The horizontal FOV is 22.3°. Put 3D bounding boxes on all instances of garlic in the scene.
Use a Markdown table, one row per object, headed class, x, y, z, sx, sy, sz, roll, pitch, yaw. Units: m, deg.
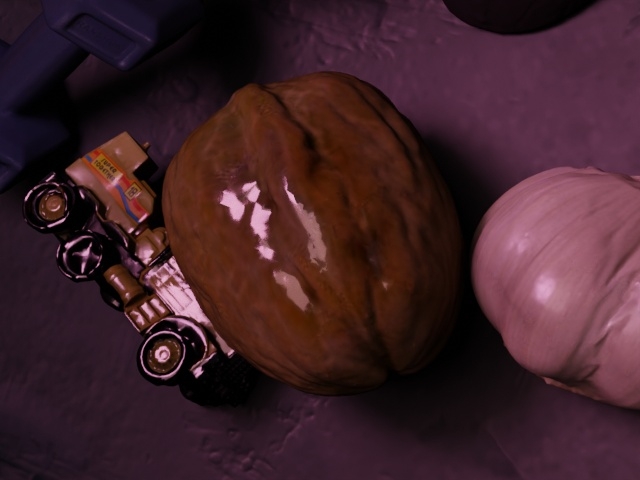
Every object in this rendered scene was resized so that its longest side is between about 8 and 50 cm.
| class | x | y | z | sx | sy | sz | roll | pitch | yaw |
| --- | --- | --- | --- | --- | --- | --- | --- | --- | --- |
| garlic | 0.197 | 0.030 | 1.253 | 0.229 | 0.142 | 0.178 | 34 | 108 | 43 |

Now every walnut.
| class | x | y | z | sx | sy | sz | roll | pitch | yaw |
| --- | --- | --- | --- | --- | --- | --- | --- | --- | --- |
| walnut | 0.000 | 0.000 | 1.320 | 0.227 | 0.283 | 0.283 | -24 | 67 | -7 |

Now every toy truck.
| class | x | y | z | sx | sy | sz | roll | pitch | yaw |
| --- | --- | --- | --- | --- | --- | --- | --- | --- | --- |
| toy truck | -0.144 | 0.030 | 1.454 | 0.127 | 0.127 | 0.257 | -38 | 65 | 1 |

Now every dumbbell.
| class | x | y | z | sx | sy | sz | roll | pitch | yaw |
| --- | --- | --- | --- | --- | --- | --- | --- | --- | --- |
| dumbbell | -0.247 | -0.172 | 1.482 | 0.316 | 0.143 | 0.156 | -35 | 64 | 42 |

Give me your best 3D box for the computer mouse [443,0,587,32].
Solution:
| class | x | y | z | sx | sy | sz | roll | pitch | yaw |
| --- | --- | --- | --- | --- | --- | --- | --- | --- | --- |
| computer mouse | 0.203 | -0.275 | 1.350 | 0.264 | 0.088 | 0.147 | -30 | 70 | 17 |
